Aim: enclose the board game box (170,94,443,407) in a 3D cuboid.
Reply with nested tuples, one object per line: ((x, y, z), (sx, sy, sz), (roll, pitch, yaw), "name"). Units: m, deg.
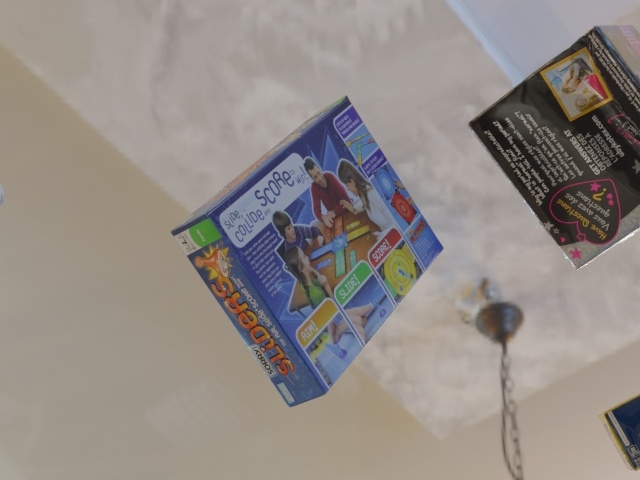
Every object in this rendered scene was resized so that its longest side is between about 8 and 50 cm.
((0.000, 0.000, 0.811), (0.035, 0.201, 0.136), (-26, -79, 37), "board game box")

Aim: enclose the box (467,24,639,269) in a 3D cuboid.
((0.258, -0.090, 1.096), (0.142, 0.247, 0.163), (-37, -95, 23), "box")

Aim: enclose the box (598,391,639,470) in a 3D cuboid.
((0.315, 0.126, 0.986), (0.169, 0.054, 0.059), (-29, -13, 2), "box")

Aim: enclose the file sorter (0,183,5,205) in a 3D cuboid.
((-0.216, -0.116, 0.301), (0.173, 0.193, 0.278), (-5, -78, 21), "file sorter")
